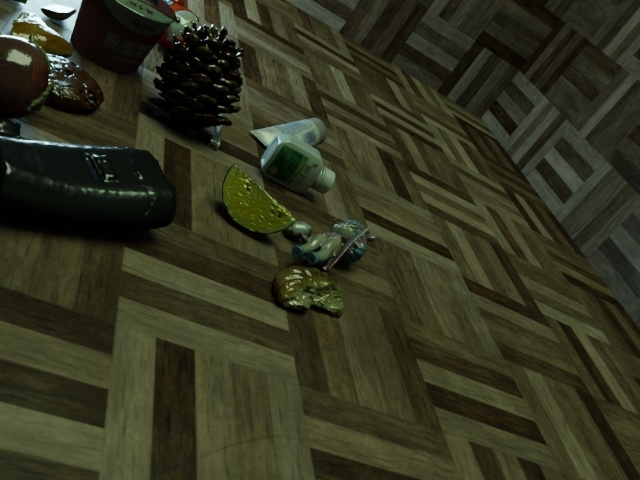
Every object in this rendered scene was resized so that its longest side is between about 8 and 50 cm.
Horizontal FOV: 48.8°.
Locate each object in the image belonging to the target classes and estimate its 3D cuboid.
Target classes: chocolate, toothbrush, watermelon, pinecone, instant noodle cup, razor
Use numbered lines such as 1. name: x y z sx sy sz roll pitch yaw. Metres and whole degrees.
1. chocolate: -0.664 -0.577 1.790 0.065 0.031 0.100 15 25 -5
2. toothbrush: -0.271 -0.324 1.870 0.030 0.025 0.342 25 28 -18
3. watermelon: -0.153 -0.066 1.514 0.181 0.092 0.075 43 38 -6
4. pinecone: -0.294 -0.388 1.709 0.224 0.272 0.224 9 6 -1
5. instant noodle cup: -0.501 -0.541 1.763 0.235 0.178 0.235 29 26 -16
6. razor: -0.414 -0.100 1.209 0.327 0.107 0.189 6 40 -46

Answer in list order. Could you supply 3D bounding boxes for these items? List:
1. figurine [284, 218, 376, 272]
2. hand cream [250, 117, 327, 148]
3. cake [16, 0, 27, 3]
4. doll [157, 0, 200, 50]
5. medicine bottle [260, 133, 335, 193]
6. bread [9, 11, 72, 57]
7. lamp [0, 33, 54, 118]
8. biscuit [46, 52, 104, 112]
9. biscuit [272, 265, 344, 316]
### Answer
1. figurine: 0.005 0.013 1.590 0.205 0.102 0.260 8 15 27
2. hand cream: -0.078 -0.287 2.009 0.133 0.083 0.248 44 37 16
3. cake: -0.817 -0.622 1.673 0.235 0.099 0.100 -15 55 -34
4. doll: -0.423 -0.619 2.049 0.161 0.130 0.290 -26 80 -48
5. medicine bottle: -0.054 -0.186 1.801 0.183 0.119 0.069 26 24 -26
6. bread: -0.653 -0.463 1.589 0.154 0.054 0.136 35 28 2
7. lamp: -0.578 -0.293 1.272 0.215 0.151 0.223 10 21 44
8. biscuit: -0.554 -0.342 1.511 0.192 0.049 0.192 30 29 -19
9. biscuit: -0.025 0.092 1.437 0.183 0.061 0.118 9 36 -44
